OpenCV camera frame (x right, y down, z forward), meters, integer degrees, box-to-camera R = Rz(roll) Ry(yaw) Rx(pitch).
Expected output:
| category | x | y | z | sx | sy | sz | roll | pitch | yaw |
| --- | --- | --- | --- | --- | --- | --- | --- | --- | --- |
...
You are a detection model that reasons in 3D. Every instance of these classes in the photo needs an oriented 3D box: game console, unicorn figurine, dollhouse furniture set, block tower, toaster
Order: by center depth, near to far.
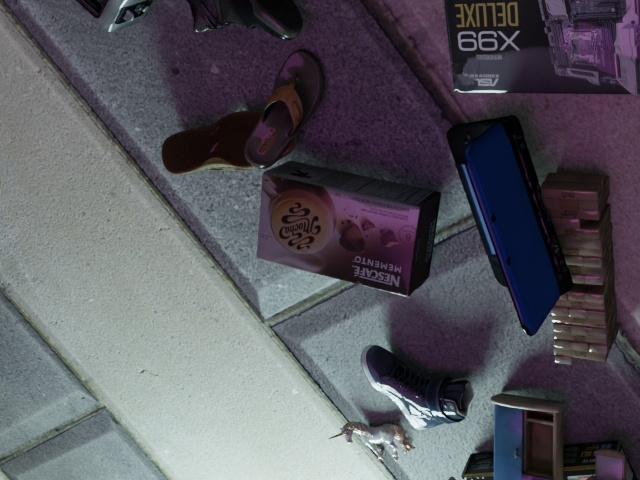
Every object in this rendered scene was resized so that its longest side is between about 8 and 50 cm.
| category | x | y | z | sx | sy | sz | roll | pitch | yaw |
| --- | --- | --- | --- | --- | --- | --- | --- | --- | --- |
| game console | 0.257 | -0.026 | 1.366 | 0.250 | 0.173 | 0.293 | 2 | 115 | 64 |
| block tower | 0.427 | 0.046 | 1.457 | 0.097 | 0.091 | 0.335 | 5 | 123 | 28 |
| toaster | -0.362 | -0.481 | 1.538 | 0.186 | 0.110 | 0.168 | 43 | 130 | -2 |
| dollhouse furniture set | 0.353 | 0.406 | 1.546 | 0.287 | 0.303 | 0.198 | 2 | 95 | 36 |
| unicorn figurine | 0.117 | 0.427 | 1.918 | 0.162 | 0.060 | 0.111 | -25 | 106 | 22 |

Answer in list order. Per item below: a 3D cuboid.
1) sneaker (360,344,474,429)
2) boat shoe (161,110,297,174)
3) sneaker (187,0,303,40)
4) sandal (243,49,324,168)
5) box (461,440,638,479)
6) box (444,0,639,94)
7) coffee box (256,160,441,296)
| category | x | y | z | sx | sy | sz | roll | pitch | yaw |
| --- | --- | --- | --- | --- | --- | --- | --- | --- | --- |
| sneaker | 0.196 | 0.275 | 1.734 | 0.226 | 0.086 | 0.163 | 46 | 143 | -18 |
| boat shoe | -0.160 | -0.180 | 1.654 | 0.285 | 0.089 | 0.104 | -3 | 93 | 28 |
| sneaker | -0.134 | -0.383 | 1.493 | 0.228 | 0.087 | 0.130 | 35 | 133 | 9 |
| sandal | -0.069 | -0.222 | 1.531 | 0.090 | 0.060 | 0.219 | 36 | 102 | 9 |
| box | 0.478 | 0.529 | 1.763 | 0.322 | 0.079 | 0.257 | -15 | 114 | 35 |
| box | 0.333 | -0.333 | 1.265 | 0.308 | 0.076 | 0.242 | 6 | 123 | 26 |
| coffee box | 0.048 | -0.025 | 1.582 | 0.297 | 0.119 | 0.168 | 14 | 112 | 20 |
